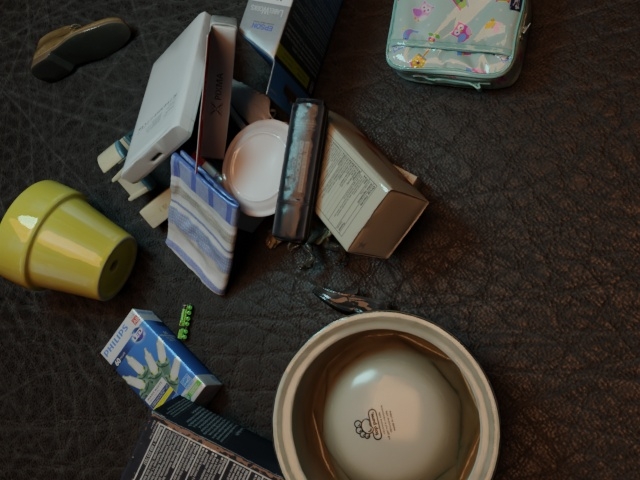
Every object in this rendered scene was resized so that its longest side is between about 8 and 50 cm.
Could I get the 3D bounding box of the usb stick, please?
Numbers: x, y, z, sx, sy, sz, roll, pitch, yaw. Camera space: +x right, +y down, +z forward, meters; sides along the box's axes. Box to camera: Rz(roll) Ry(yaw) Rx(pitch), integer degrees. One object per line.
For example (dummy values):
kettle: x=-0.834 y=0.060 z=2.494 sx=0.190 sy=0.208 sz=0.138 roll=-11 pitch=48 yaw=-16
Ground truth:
usb stick: x=-0.038 y=-0.130 z=1.313 sx=0.077 sy=0.045 sz=0.278 roll=9 pitch=90 yaw=19

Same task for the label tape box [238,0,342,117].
label tape box: x=-0.068 y=-0.434 z=1.447 sx=0.105 sy=0.240 sz=0.334 roll=16 pitch=86 yaw=18

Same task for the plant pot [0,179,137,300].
plant pot: x=-0.567 y=0.018 z=1.586 sx=0.239 sy=0.254 sz=0.254 roll=22 pitch=89 yaw=9

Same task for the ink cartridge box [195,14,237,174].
ink cartridge box: x=-0.207 y=-0.294 z=1.384 sx=0.060 sy=0.239 sz=0.275 roll=5 pitch=115 yaw=-10

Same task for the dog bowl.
dog bowl: x=0.125 y=0.333 z=1.262 sx=0.407 sy=0.150 sz=0.408 roll=-3 pitch=81 yaw=16

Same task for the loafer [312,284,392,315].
loafer: x=0.065 y=0.123 z=1.397 sx=0.170 sy=0.062 sz=0.061 roll=24 pitch=81 yaw=15

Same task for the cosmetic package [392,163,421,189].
cosmetic package: x=0.143 y=-0.126 z=1.415 sx=0.115 sy=0.041 sz=0.060 roll=33 pitch=94 yaw=24

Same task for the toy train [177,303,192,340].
toy train: x=-0.306 y=0.183 z=1.555 sx=0.023 sy=0.017 sz=0.083 roll=9 pitch=83 yaw=-5

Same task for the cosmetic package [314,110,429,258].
cosmetic package: x=0.054 y=-0.119 z=1.353 sx=0.153 sy=0.129 sz=0.296 roll=-54 pitch=50 yaw=22

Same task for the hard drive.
hard drive: x=-0.334 y=-0.319 z=1.531 sx=0.233 sy=0.047 sz=0.353 roll=-30 pitch=43 yaw=39

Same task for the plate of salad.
plate of salad: x=-0.112 y=-0.145 z=1.393 sx=0.199 sy=0.048 sz=0.200 roll=-3 pitch=82 yaw=27

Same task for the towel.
towel: x=-0.258 y=-0.030 z=1.474 sx=0.209 sy=0.034 sz=0.285 roll=42 pitch=140 yaw=23

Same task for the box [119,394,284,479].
box: x=-0.234 y=0.510 z=1.343 sx=0.294 sy=0.183 sz=0.296 roll=25 pitch=91 yaw=7

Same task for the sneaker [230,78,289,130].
sneaker: x=-0.164 y=-0.307 z=1.564 sx=0.094 sy=0.090 sz=0.235 roll=-36 pitch=72 yaw=-1

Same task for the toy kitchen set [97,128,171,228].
toy kitchen set: x=-0.400 y=-0.166 z=1.640 sx=0.122 sy=0.166 sz=0.207 roll=-34 pitch=106 yaw=14

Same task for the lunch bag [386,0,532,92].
lunch bag: x=0.278 y=-0.415 z=1.376 sx=0.279 sy=0.108 sz=0.224 roll=10 pitch=84 yaw=24

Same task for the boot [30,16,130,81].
boot: x=-0.624 y=-0.523 z=1.780 sx=0.305 sy=0.112 sz=0.115 roll=-16 pitch=64 yaw=21

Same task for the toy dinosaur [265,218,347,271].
toy dinosaur: x=0.000 y=0.000 z=1.444 sx=0.268 sy=0.064 sz=0.118 roll=-13 pitch=69 yaw=17

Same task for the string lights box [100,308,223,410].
string lights box: x=-0.353 y=0.284 z=1.526 sx=0.259 sy=0.076 sz=0.133 roll=39 pitch=97 yaw=24

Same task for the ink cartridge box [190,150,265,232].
ink cartridge box: x=-0.211 y=-0.104 z=1.511 sx=0.175 sy=0.127 sz=0.072 roll=43 pitch=98 yaw=23
